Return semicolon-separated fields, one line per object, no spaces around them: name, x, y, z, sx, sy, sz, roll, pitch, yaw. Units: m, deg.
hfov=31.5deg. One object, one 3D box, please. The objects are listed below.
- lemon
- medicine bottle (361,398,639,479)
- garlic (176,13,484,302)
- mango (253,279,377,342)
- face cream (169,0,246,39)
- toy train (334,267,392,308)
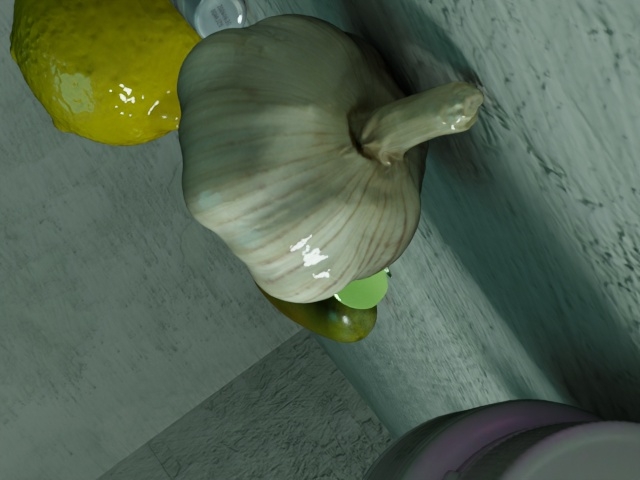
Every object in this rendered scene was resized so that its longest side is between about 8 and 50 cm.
lemon;-0.250;-0.239;1.368;0.288;0.233;0.233;53;174;18
medicine bottle;0.153;0.234;0.808;0.241;0.241;0.302;54;165;4
garlic;0.021;-0.075;0.729;0.226;0.199;0.199;-20;109;49
mango;-0.003;0.069;1.655;0.289;0.129;0.146;42;157;49
face cream;-0.147;-0.278;1.164;0.198;0.057;0.084;49;172;37
toy train;0.000;0.000;1.437;0.157;0.105;0.253;42;-178;-27
